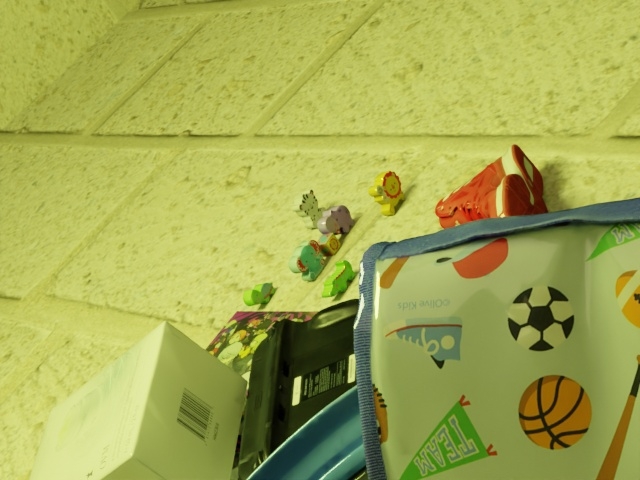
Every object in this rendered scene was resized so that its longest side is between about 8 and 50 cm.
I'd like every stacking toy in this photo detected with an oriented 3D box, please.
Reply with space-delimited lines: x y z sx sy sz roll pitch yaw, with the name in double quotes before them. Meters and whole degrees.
"stacking toy" 0.000 0.000 2.364 0.167 0.052 0.221 -11 35 44

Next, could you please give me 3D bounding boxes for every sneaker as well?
"sneaker" 0.204 -0.026 2.127 0.128 0.087 0.221 -36 10 21

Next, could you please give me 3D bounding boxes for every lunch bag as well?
"lunch bag" 0.215 0.162 1.281 0.328 0.385 0.239 -9 9 25

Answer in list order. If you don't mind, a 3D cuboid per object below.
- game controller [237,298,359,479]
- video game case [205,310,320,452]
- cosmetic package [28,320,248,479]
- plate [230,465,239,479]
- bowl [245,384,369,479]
"game controller" -0.007 0.174 1.961 0.166 0.067 0.319 -16 28 11
"video game case" -0.086 0.172 2.180 0.232 0.042 0.210 -2 41 52
"cosmetic package" -0.219 0.254 2.026 0.224 0.138 0.224 -39 25 30
"plate" 0.008 0.285 1.846 0.278 0.045 0.277 -28 26 18
"bowl" -0.002 0.269 1.566 0.391 0.077 0.391 -43 11 11
